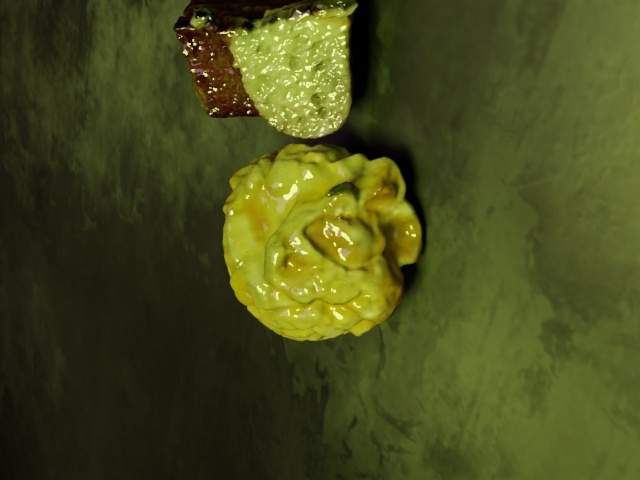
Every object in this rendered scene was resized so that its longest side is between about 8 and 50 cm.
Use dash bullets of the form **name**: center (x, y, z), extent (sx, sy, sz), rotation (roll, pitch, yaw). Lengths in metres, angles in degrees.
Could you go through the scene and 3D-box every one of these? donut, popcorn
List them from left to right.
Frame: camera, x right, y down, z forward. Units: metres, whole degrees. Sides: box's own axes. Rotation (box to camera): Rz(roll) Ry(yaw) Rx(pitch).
- **donut**: center (-0.036, -0.163, 0.949), extent (0.187, 0.144, 0.126), rotation (3, 115, 20)
- **popcorn**: center (0.000, 0.000, 0.940), extent (0.170, 0.180, 0.180), rotation (137, 114, -80)
